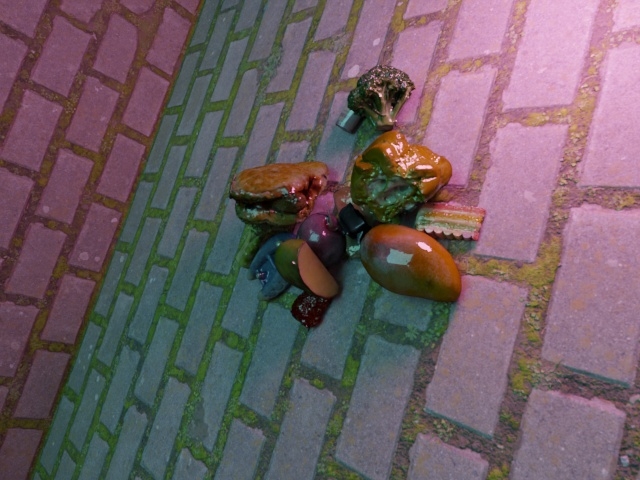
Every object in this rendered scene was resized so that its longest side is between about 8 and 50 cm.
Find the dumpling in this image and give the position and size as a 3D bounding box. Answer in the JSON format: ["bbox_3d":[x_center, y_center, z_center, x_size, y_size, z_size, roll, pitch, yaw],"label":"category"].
[{"bbox_3d":[0.152,-0.084,1.847,0.166,0.086,0.332,-22,55,15],"label":"dumpling"}]

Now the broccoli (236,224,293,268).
[{"bbox_3d":[-0.274,-0.028,2.165,0.252,0.221,0.361,31,105,53],"label":"broccoli"}]

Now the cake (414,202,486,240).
[{"bbox_3d":[0.414,-0.064,1.587,0.225,0.090,0.109,3,71,44],"label":"cake"}]

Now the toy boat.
[{"bbox_3d":[-0.203,0.102,2.058,0.330,0.123,0.215,-44,56,24],"label":"toy boat"}]

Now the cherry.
[{"bbox_3d":[0.000,0.000,1.887,0.266,0.183,0.213,-56,33,42],"label":"cherry"}]

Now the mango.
[{"bbox_3d":[0.285,0.074,1.580,0.384,0.199,0.221,33,91,33],"label":"mango"}]

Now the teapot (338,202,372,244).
[{"bbox_3d":[0.115,-0.055,1.746,0.096,0.087,0.177,-41,50,11],"label":"teapot"}]

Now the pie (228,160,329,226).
[{"bbox_3d":[-0.169,-0.217,2.013,0.395,0.180,0.418,4,32,17],"label":"pie"}]

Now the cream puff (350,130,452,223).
[{"bbox_3d":[0.269,-0.235,1.650,0.323,0.274,0.270,-28,95,41],"label":"cream puff"}]

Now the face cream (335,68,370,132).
[{"bbox_3d":[0.165,-0.591,2.063,0.107,0.073,0.269,37,98,35],"label":"face cream"}]

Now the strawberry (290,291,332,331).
[{"bbox_3d":[-0.046,0.234,1.899,0.167,0.087,0.208,26,90,48],"label":"strawberry"}]

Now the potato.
[{"bbox_3d":[-0.094,0.117,1.851,0.112,0.269,0.255,-47,30,-25],"label":"potato"}]

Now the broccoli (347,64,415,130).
[{"bbox_3d":[0.237,-0.556,1.891,0.269,0.261,0.242,-6,92,-1],"label":"broccoli"}]
